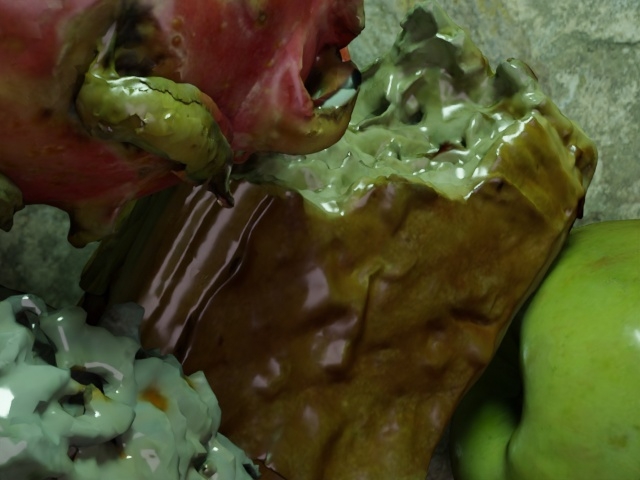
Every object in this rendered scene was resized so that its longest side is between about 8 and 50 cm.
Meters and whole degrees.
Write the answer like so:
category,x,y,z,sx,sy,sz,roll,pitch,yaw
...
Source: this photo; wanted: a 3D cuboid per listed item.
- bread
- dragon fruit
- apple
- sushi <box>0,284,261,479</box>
category,x,y,z,sx,sy,sz,roll,pitch,yaw
bread,0.000,0.000,0.797,0.314,0.191,0.370,34,82,-35
dragon fruit,-0.103,-0.124,0.548,0.291,0.250,0.269,13,72,-39
apple,0.260,0.147,0.921,0.305,0.338,0.338,10,100,-29
sushi,-0.231,0.168,0.594,0.418,0.175,0.417,0,139,0
